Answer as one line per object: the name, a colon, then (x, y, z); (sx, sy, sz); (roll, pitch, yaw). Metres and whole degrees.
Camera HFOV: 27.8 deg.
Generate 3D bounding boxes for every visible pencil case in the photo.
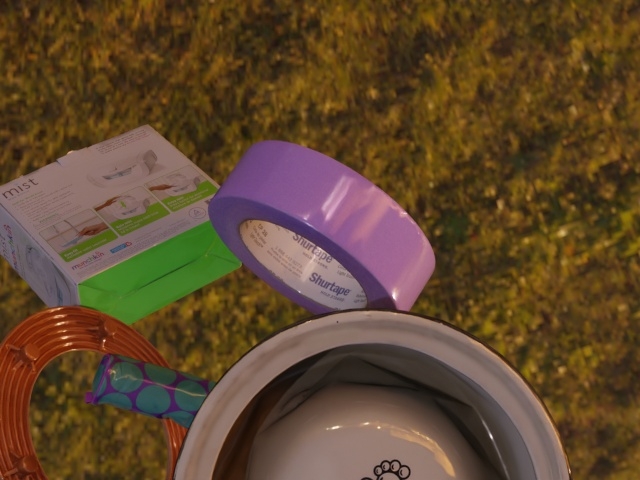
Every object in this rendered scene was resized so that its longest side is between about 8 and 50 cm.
pencil case: (-0.185, 0.176, 1.472); (0.151, 0.065, 0.070); (19, 130, -18)

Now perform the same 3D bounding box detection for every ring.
ring: (-0.258, 0.231, 1.561); (0.032, 0.337, 0.336); (-28, 134, 33)

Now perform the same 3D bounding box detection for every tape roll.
tape roll: (0.000, 0.000, 1.575); (0.274, 0.090, 0.275); (29, 160, 12)

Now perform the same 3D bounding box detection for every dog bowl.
dog bowl: (0.048, 0.278, 1.349); (0.407, 0.408, 0.150); (-5, 173, -5)

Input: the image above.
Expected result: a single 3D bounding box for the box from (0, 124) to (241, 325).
box: (-0.278, -0.017, 1.768); (0.262, 0.231, 0.127); (-29, 140, -30)
